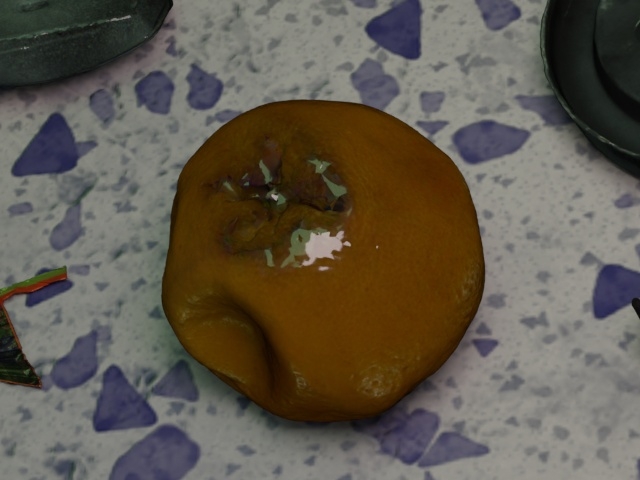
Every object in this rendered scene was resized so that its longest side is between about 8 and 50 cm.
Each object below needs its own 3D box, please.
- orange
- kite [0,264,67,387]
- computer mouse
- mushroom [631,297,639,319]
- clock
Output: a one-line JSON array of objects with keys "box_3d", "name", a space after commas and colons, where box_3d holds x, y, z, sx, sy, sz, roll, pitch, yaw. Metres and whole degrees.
[{"box_3d": [0.000, 0.000, 1.280, 0.249, 0.183, 0.249, -6, 59, 10], "name": "orange"}, {"box_3d": [-0.275, 0.055, 1.409, 0.159, 0.010, 0.190, -28, 58, -6], "name": "kite"}, {"box_3d": [-0.225, -0.179, 1.511, 0.229, 0.068, 0.113, -13, 43, -8], "name": "computer mouse"}, {"box_3d": [0.445, -0.017, 1.128, 0.397, 0.313, 0.224, -29, 77, -13], "name": "mushroom"}, {"box_3d": [0.310, -0.163, 1.360, 0.281, 0.055, 0.280, -12, 57, 19], "name": "clock"}]
